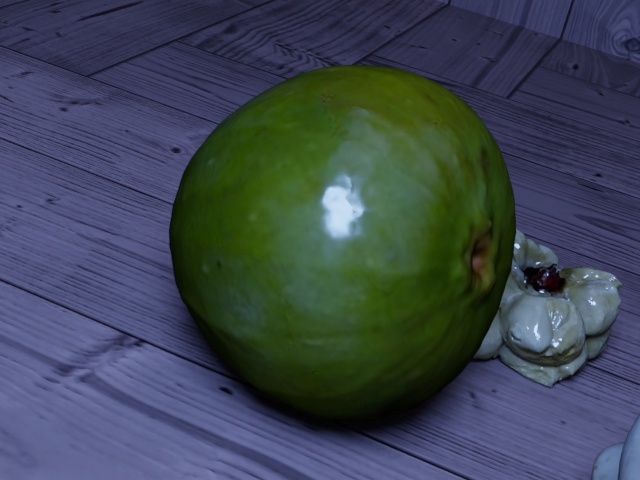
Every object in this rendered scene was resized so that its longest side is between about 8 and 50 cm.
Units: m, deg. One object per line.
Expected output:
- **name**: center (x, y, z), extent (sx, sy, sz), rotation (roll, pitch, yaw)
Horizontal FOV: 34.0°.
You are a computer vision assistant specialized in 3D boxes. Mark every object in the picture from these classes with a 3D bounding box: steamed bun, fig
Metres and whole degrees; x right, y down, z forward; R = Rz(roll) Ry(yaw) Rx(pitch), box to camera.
- **steamed bun**: center (0.196, 0.055, 1.041), extent (0.177, 0.106, 0.192), rotation (28, 32, 30)
- **fig**: center (0.000, 0.000, 0.886), extent (0.316, 0.316, 0.316), rotation (10, 27, -5)

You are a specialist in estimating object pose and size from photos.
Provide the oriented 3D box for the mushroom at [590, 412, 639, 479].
- **mushroom**: center (0.285, 0.199, 0.739), extent (0.243, 0.243, 0.243), rotation (10, 27, -5)
